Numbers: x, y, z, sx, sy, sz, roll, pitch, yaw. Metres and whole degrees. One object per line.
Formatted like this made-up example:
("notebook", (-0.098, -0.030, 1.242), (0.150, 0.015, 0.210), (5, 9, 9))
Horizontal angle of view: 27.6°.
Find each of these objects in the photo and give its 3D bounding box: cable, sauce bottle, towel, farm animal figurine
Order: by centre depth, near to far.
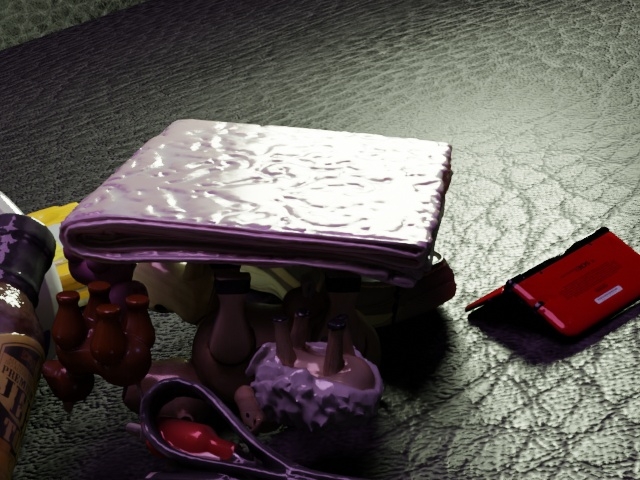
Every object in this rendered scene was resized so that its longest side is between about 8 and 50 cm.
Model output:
("cable", (-0.035, 0.178, 0.963), (0.287, 0.139, 0.072), (1, -12, 21))
("sauce bottle", (-0.294, 0.121, 1.092), (0.111, 0.111, 0.344), (-7, 48, 16))
("farm animal figurine", (-0.091, 0.092, 1.171), (0.326, 0.172, 0.330), (4, 18, 9))
("towel", (-0.040, -0.042, 1.219), (0.317, 0.053, 0.332), (6, 20, 9))

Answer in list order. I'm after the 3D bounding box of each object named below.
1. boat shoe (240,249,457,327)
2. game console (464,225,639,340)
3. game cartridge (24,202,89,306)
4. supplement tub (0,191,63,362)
("boat shoe", (0.000, 0.000, 1.380), (0.132, 0.130, 0.355), (-26, 24, -31))
("game console", (0.236, 0.053, 1.267), (0.144, 0.085, 0.124), (-27, 55, -31))
("game cartridge", (-0.409, 0.041, 1.640), (0.285, 0.053, 0.323), (-19, 22, -17))
("supplement tub", (-0.436, 0.095, 1.238), (0.241, 0.241, 0.331), (3, 25, 37))
